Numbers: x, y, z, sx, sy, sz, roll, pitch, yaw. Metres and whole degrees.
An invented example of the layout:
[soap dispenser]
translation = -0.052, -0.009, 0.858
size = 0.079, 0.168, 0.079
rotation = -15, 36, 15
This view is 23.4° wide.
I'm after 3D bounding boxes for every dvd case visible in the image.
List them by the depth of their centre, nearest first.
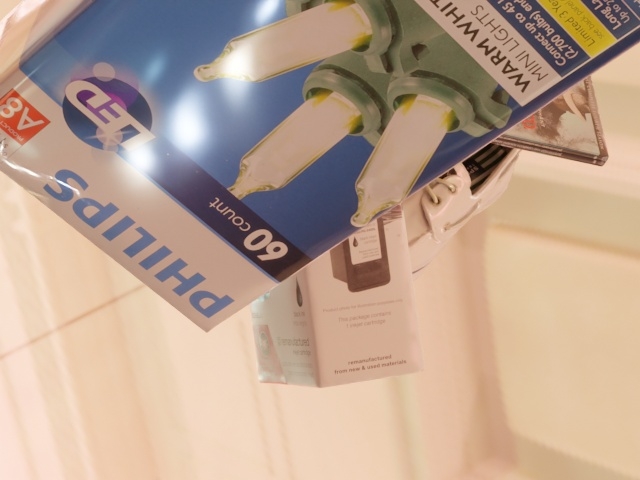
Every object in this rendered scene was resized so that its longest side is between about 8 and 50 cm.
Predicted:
[dvd case]
translation = 0.134, -0.095, 1.045
size = 0.013, 0.119, 0.087
rotation = 119, -23, -45

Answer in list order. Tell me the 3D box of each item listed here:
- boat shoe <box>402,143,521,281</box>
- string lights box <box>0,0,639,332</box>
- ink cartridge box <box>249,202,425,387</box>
[boat shoe]
translation = 0.068, -0.037, 1.066
size = 0.083, 0.226, 0.076
rotation = 39, -48, 10
[string lights box]
translation = 0.007, -0.087, 0.539
size = 0.259, 0.077, 0.133
rotation = -35, -62, 30
[ink cartridge box]
translation = 0.000, 0.000, 0.836
size = 0.109, 0.063, 0.150
rotation = 169, -87, -71
